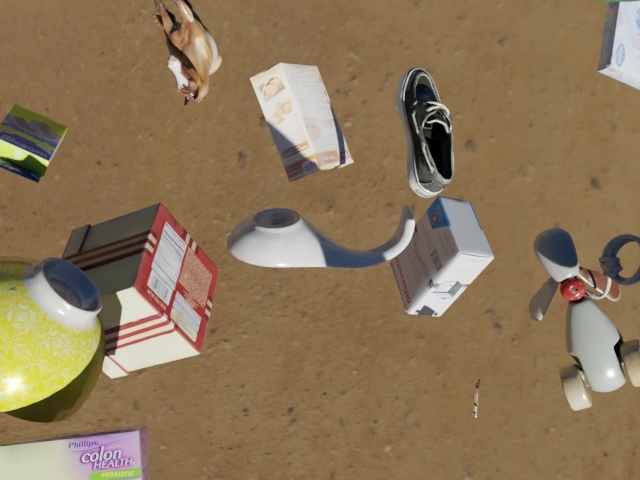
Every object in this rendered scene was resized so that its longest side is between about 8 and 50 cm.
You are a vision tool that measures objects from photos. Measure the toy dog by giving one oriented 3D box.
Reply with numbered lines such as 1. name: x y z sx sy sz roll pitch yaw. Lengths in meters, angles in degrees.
1. toy dog: 0.501 0.146 1.468 0.161 0.220 0.334 9 81 -71

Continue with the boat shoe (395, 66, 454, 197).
1. boat shoe: 0.171 -0.177 1.208 0.077 0.070 0.219 4 69 -26

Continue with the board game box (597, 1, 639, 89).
1. board game box: 0.310 -0.190 0.748 0.090 0.020 0.090 16 79 -24

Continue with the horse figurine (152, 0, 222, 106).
1. horse figurine: -0.177 -0.265 1.010 0.066 0.263 0.174 -27 102 -1

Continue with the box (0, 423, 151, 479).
1. box: -0.351 0.398 1.115 0.213 0.117 0.243 -5 83 -7

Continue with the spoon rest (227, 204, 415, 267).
1. spoon rest: 0.000 0.000 1.165 0.276 0.137 0.084 -3 118 -1

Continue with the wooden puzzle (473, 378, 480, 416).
1. wooden puzzle: 0.265 0.269 1.333 0.006 0.083 0.049 4 95 14

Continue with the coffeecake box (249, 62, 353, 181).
1. coffeecake box: -0.029 -0.203 1.341 0.142 0.068 0.185 -21 90 -64

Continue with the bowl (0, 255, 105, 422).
1. bowl: -0.432 0.118 1.210 0.289 0.289 0.156 43 103 -12

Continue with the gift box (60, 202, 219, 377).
1. gift box: -0.384 0.111 1.516 0.255 0.258 0.276 57 29 -34

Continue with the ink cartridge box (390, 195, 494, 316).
1. ink cartridge box: 0.221 0.033 1.466 0.082 0.191 0.140 6 48 -25

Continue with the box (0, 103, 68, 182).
1. box: -0.543 -0.182 1.447 0.109 0.042 0.178 24 27 -17
